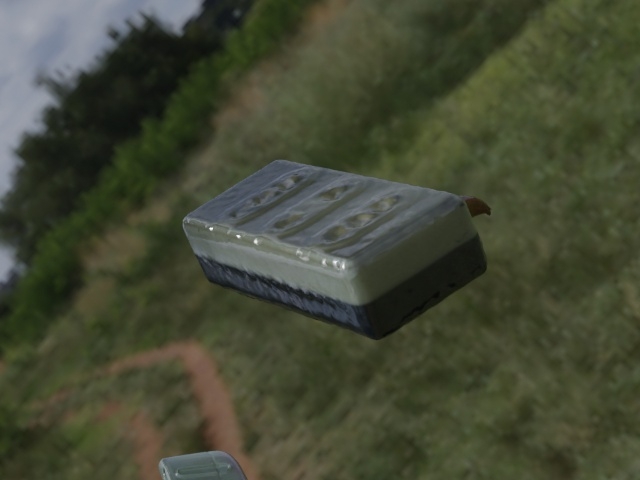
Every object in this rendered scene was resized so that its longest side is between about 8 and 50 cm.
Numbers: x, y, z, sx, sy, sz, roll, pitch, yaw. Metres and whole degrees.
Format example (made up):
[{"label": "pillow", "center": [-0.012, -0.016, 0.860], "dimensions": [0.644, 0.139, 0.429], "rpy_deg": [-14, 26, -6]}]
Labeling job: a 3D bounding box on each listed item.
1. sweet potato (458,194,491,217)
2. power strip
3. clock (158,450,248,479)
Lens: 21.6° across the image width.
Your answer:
[{"label": "sweet potato", "center": [0.139, 0.008, 2.131], "dimensions": [0.202, 0.055, 0.058], "rpy_deg": [-44, -5, -26]}, {"label": "power strip", "center": [0.000, 0.000, 1.198], "dimensions": [0.105, 0.070, 0.256], "rpy_deg": [-31, 22, -25]}, {"label": "clock", "center": [-0.075, 0.256, 1.169], "dimensions": [0.151, 0.062, 0.191], "rpy_deg": [-123, 33, -57]}]
